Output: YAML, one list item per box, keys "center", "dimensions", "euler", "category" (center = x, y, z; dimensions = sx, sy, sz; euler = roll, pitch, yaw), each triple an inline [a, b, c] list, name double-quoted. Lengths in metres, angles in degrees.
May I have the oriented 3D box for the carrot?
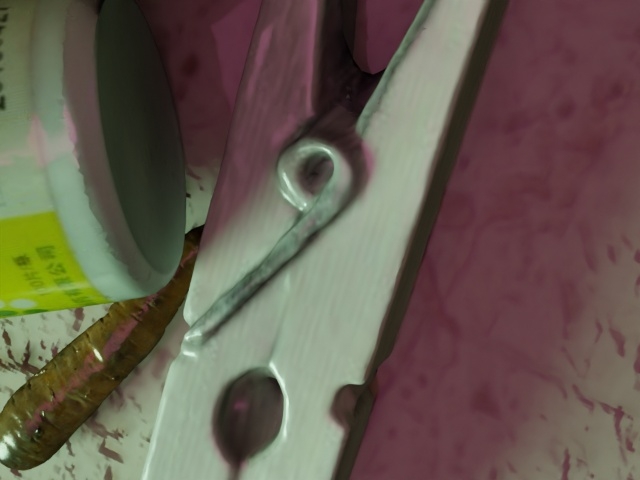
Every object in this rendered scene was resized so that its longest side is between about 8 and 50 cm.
- center: [-0.099, 0.049, 0.577]
  dimensions: [0.165, 0.035, 0.035]
  euler: [-45, 87, 5]
  category: "carrot"

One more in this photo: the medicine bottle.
- center: [-0.199, -0.029, 0.531]
  dimensions: [0.258, 0.143, 0.143]
  euler: [-7, 92, 8]
  category: "medicine bottle"

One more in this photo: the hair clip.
- center: [0.001, 0.000, 0.537]
  dimensions: [0.101, 0.085, 0.330]
  euler: [17, 101, 8]
  category: "hair clip"
